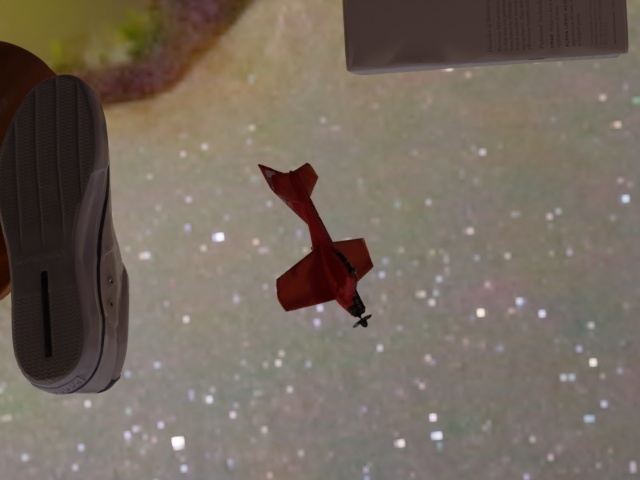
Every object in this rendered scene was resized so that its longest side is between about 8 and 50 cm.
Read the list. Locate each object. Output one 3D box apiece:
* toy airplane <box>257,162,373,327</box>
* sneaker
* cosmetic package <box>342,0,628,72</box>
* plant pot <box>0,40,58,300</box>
[{"bbox_3d":[0.000,0.000,1.137,0.028,0.151,0.151,-32,-179,31],"label":"toy airplane"},{"bbox_3d":[-0.200,-0.001,1.175,0.094,0.258,0.091,-5,164,16],"label":"sneaker"},{"bbox_3d":[0.226,-0.318,2.064,0.384,0.156,0.217,-4,-176,9],"label":"cosmetic package"},{"bbox_3d":[-0.317,-0.075,1.318,0.205,0.205,0.188,1,-140,23],"label":"plant pot"}]
